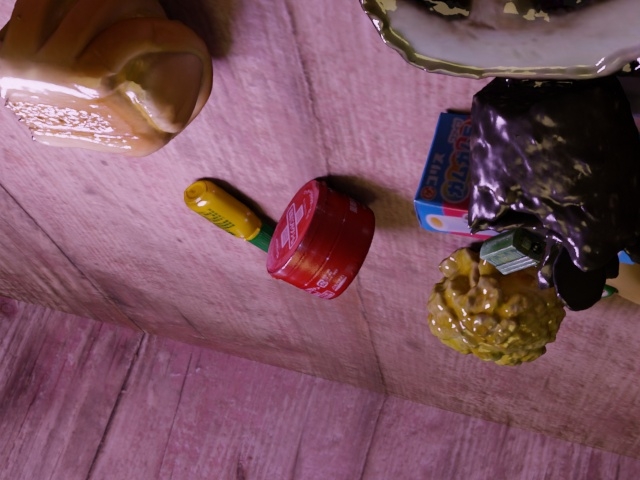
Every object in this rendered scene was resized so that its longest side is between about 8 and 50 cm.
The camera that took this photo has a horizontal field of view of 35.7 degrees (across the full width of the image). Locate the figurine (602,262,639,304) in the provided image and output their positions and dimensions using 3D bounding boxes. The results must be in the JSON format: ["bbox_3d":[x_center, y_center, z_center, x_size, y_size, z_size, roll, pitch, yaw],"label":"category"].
[{"bbox_3d":[0.531,0.028,1.506,0.325,0.124,0.222,23,156,-21],"label":"figurine"}]

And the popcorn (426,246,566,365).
[{"bbox_3d":[0.306,0.103,1.785,0.206,0.251,0.237,6,135,-40],"label":"popcorn"}]

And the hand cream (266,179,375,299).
[{"bbox_3d":[0.000,0.000,1.756,0.125,0.193,0.193,26,158,-20],"label":"hand cream"}]

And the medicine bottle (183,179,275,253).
[{"bbox_3d":[-0.156,-0.035,1.966,0.095,0.064,0.260,-2,151,46],"label":"medicine bottle"}]

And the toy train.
[{"bbox_3d":[0.262,0.013,1.350,0.056,0.038,0.093,32,156,-16],"label":"toy train"}]

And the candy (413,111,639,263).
[{"bbox_3d":[0.296,-0.076,1.369,0.306,0.157,0.100,10,157,21],"label":"candy"}]

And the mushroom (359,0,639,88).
[{"bbox_3d":[0.210,-0.270,1.014,0.344,0.130,0.247,-3,141,40],"label":"mushroom"}]

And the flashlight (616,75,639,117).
[{"bbox_3d":[0.410,-0.173,1.193,0.201,0.047,0.093,8,157,30],"label":"flashlight"}]

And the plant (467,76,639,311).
[{"bbox_3d":[0.281,-0.063,1.170,0.189,0.199,0.276,-2,116,37],"label":"plant"}]

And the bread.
[{"bbox_3d":[-0.288,-0.247,1.366,0.270,0.211,0.315,7,166,7],"label":"bread"}]
